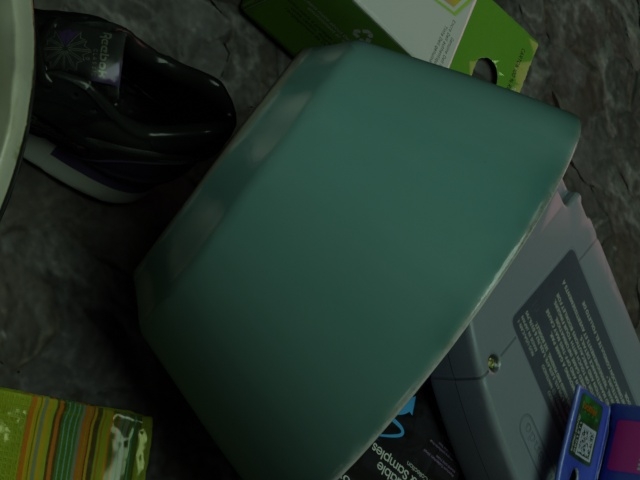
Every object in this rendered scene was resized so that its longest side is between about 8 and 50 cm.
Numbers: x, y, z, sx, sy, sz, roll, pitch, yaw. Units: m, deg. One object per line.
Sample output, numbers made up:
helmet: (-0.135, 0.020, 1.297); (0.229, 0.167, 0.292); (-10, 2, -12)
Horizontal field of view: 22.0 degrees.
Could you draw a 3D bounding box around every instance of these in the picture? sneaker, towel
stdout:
sneaker: (-0.177, -0.111, 0.972); (0.283, 0.124, 0.107); (18, 67, -36)
towel: (-0.203, 0.132, 0.958); (0.237, 0.021, 0.102); (16, 68, -37)

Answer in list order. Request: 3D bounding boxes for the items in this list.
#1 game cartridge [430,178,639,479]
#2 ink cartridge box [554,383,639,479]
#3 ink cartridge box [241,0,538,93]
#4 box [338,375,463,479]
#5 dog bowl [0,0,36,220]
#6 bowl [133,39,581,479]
game cartridge: (0.175, 0.121, 1.235); (0.198, 0.062, 0.297); (-41, 117, -37)
ink cartridge box: (0.266, 0.243, 1.245); (0.311, 0.065, 0.185); (34, 66, -44)
ink cartridge box: (0.089, -0.175, 1.236); (0.255, 0.097, 0.189); (39, 56, -26)
box: (0.058, 0.132, 1.177); (0.116, 0.029, 0.162); (42, 57, -25)
dog bowl: (-0.344, -0.091, 0.734); (0.408, 0.150, 0.408); (-8, 104, -33)
bowl: (0.000, 0.000, 1.015); (0.163, 0.311, 0.311); (36, 55, -4)
